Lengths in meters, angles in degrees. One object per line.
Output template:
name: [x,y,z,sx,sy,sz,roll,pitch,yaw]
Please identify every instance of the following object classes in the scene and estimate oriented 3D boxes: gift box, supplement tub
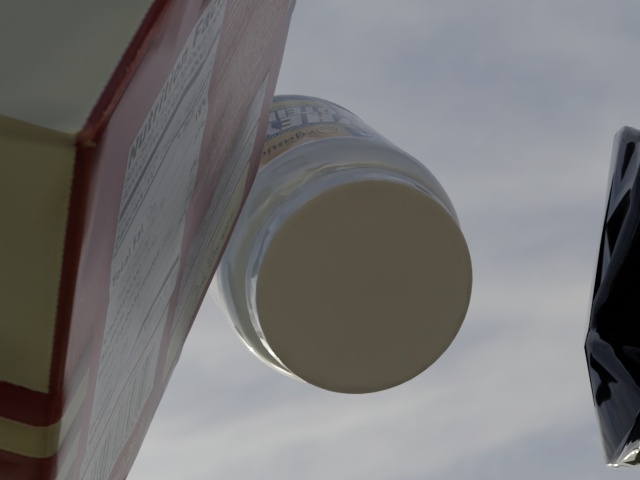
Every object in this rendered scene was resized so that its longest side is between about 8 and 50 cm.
gift box: [-0.157,-0.039,0.475,0.258,0.255,0.276,19,-48,3]
supplement tub: [0.000,0.000,1.045,0.144,0.199,0.144,-4,-74,-14]

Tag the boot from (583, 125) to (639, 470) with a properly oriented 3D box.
boot: [0.311,0.064,0.523,0.367,0.445,0.146,121,166,-88]
